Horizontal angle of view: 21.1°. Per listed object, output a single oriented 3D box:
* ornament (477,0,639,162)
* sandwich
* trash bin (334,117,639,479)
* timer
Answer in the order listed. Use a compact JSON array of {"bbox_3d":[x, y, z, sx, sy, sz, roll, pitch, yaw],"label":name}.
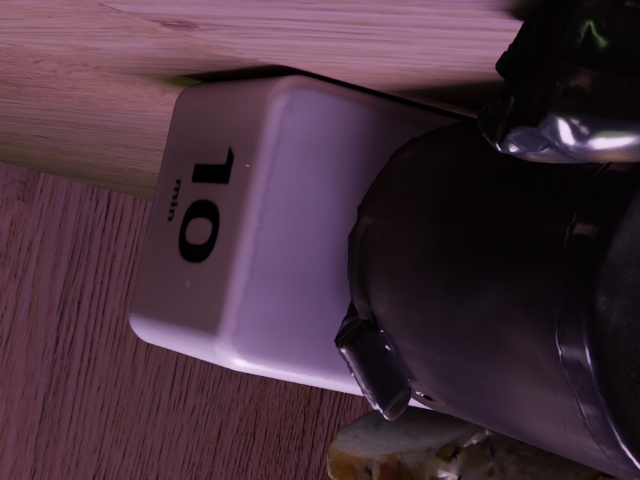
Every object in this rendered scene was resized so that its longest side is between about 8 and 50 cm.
[{"bbox_3d":[0.192,-0.043,0.685,0.236,0.080,0.202,15,180,-3],"label":"ornament"},{"bbox_3d":[0.157,0.146,1.148,0.249,0.095,0.273,-23,-164,-31],"label":"sandwich"},{"bbox_3d":[0.162,0.026,0.975,0.252,0.203,0.301,-32,-166,-18],"label":"trash bin"},{"bbox_3d":[0.000,0.000,1.190,0.194,0.192,0.195,13,177,-24],"label":"timer"}]
